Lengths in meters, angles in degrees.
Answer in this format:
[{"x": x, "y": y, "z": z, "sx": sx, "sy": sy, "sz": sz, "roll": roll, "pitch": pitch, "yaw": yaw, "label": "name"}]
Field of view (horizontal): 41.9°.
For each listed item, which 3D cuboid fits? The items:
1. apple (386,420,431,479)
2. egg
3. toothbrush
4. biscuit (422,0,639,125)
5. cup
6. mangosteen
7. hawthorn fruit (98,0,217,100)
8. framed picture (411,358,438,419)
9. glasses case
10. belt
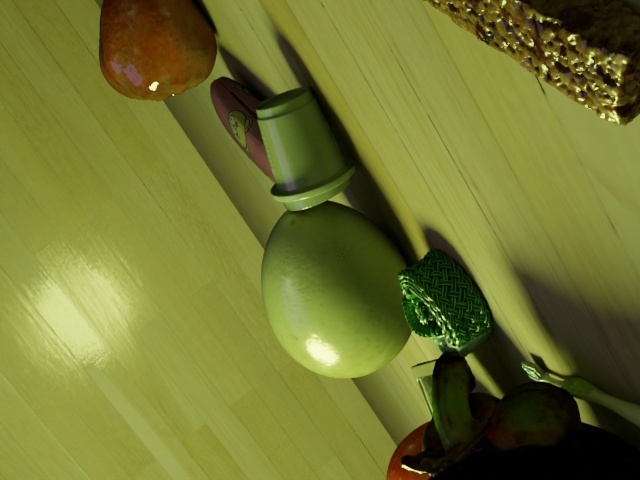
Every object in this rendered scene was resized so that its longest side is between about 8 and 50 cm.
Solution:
[{"x": 0.238, "y": 0.405, "z": 1.344, "sx": 0.260, "sy": 0.216, "sz": 0.260, "roll": 52, "pitch": 170, "yaw": 13, "label": "apple"}, {"x": 0.020, "y": 0.066, "z": 1.195, "sx": 0.218, "sy": 0.218, "sz": 0.295, "roll": 45, "pitch": 166, "yaw": 47, "label": "egg"}, {"x": 0.270, "y": 0.156, "z": 0.849, "sx": 0.026, "sy": 0.022, "sz": 0.263, "roll": 44, "pitch": 174, "yaw": -10, "label": "toothbrush"}, {"x": 0.115, "y": -0.137, "z": 0.492, "sx": 0.199, "sy": 0.034, "sz": 0.064, "roll": 49, "pitch": 170, "yaw": 38, "label": "biscuit"}, {"x": -0.027, "y": -0.123, "z": 1.098, "sx": 0.141, "sy": 0.120, "sz": 0.120, "roll": 67, "pitch": 168, "yaw": -17, "label": "cup"}, {"x": 0.199, "y": 0.289, "z": 0.816, "sx": 0.360, "sy": 0.306, "sz": 0.306, "roll": 62, "pitch": 171, "yaw": -2, "label": "mangosteen"}, {"x": -0.278, "y": -0.354, "z": 1.361, "sx": 0.199, "sy": 0.199, "sz": 0.251, "roll": -144, "pitch": 40, "yaw": -65, "label": "hawthorn fruit"}, {"x": 0.204, "y": 0.311, "z": 1.110, "sx": 0.240, "sy": 0.020, "sz": 0.324, "roll": 108, "pitch": 141, "yaw": -80, "label": "framed picture"}, {"x": -0.091, "y": -0.167, "z": 1.370, "sx": 0.316, "sy": 0.075, "sz": 0.123, "roll": 47, "pitch": 169, "yaw": 41, "label": "glasses case"}, {"x": 0.150, "y": 0.089, "z": 1.044, "sx": 0.121, "sy": 0.079, "sz": 0.151, "roll": 45, "pitch": 168, "yaw": 47, "label": "belt"}]
